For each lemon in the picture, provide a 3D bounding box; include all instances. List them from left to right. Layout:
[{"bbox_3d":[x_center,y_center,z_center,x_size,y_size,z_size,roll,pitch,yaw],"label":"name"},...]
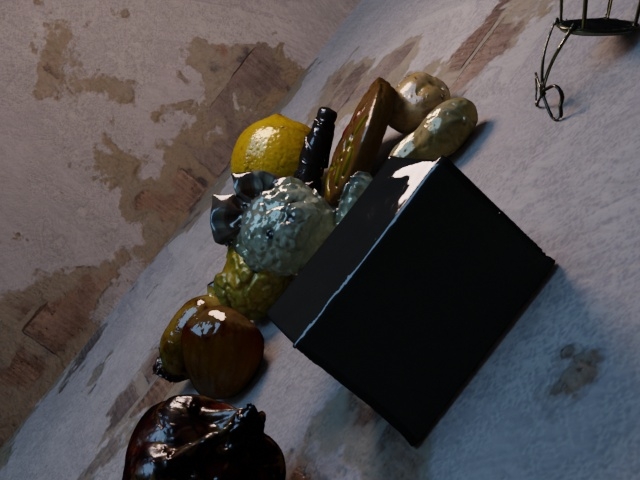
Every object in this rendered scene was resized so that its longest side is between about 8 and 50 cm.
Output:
[{"bbox_3d":[-0.119,-0.214,2.407,0.293,0.293,0.293,-43,19,19],"label":"lemon"}]

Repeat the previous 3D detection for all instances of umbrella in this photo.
[{"bbox_3d":[-0.022,-0.173,2.226,0.113,0.106,0.357,-98,27,-83],"label":"umbrella"}]

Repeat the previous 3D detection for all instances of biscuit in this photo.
[{"bbox_3d":[0.090,-0.254,2.107,0.394,0.070,0.350,130,160,-70],"label":"biscuit"}]

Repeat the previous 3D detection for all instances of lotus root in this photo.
[{"bbox_3d":[-0.311,0.236,2.131,0.314,0.141,0.169,-59,-7,7],"label":"lotus root"}]

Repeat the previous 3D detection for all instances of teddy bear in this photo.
[{"bbox_3d":[0.000,0.000,1.561,0.327,0.362,0.375,-54,17,-12],"label":"teddy bear"}]

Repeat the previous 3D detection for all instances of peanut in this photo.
[{"bbox_3d":[0.232,-0.206,1.838,0.263,0.101,0.117,-41,0,26],"label":"peanut"}]

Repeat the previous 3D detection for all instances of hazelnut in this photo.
[{"bbox_3d":[-0.230,0.246,1.895,0.210,0.186,0.210,-25,30,16],"label":"hazelnut"}]

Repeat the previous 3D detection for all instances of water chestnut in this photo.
[{"bbox_3d":[-0.188,0.381,1.378,0.244,0.289,0.289,-16,38,50],"label":"water chestnut"}]

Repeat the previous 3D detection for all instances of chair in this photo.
[{"bbox_3d":[0.496,-0.396,1.556,0.160,0.170,0.325,-111,19,-65],"label":"chair"}]

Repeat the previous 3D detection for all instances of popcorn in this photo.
[{"bbox_3d":[-0.144,0.085,2.064,0.200,0.203,0.226,4,97,40],"label":"popcorn"}]

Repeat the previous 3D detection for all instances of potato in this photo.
[{"bbox_3d":[0.227,-0.340,2.076,0.161,0.128,0.235,-43,13,5],"label":"potato"}]

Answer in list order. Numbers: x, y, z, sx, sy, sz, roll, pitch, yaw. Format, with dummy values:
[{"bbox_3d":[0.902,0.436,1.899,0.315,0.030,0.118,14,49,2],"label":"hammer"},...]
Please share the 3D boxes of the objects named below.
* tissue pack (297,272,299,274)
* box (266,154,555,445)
[{"bbox_3d":[-0.019,-0.003,1.986,0.127,0.123,0.178,-38,20,14],"label":"tissue pack"},{"bbox_3d":[0.127,0.076,1.282,0.345,0.251,0.204,-51,18,-4],"label":"box"}]
